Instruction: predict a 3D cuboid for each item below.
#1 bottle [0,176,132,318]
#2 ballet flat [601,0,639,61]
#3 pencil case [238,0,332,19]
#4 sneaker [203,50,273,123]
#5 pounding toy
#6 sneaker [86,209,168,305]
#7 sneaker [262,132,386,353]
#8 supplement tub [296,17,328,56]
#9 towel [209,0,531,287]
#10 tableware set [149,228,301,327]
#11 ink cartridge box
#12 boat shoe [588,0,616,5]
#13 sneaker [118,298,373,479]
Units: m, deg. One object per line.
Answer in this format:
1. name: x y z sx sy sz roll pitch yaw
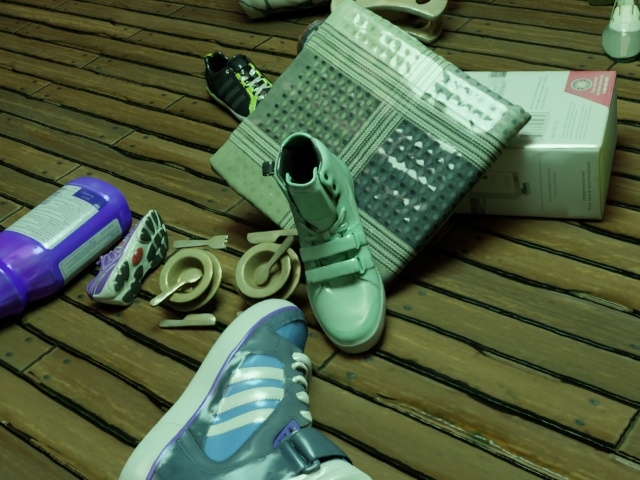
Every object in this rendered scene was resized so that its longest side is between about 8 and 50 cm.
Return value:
1. bottle: -0.390 0.021 1.298 0.118 0.092 0.283 16 45 31
2. ballet flat: 0.512 -0.375 1.579 0.072 0.068 0.213 4 39 22
3. pencil case: 0.007 -0.560 1.867 0.410 0.184 0.160 -8 1 18
4. sneaker: -0.133 -0.264 1.603 0.084 0.097 0.234 -35 41 -27
5. pounding toy: 0.143 -0.410 1.735 0.269 0.155 0.154 -17 63 -9
6. sneaker: -0.266 0.019 1.288 0.071 0.068 0.170 -1 37 26
7. sneaker: -0.001 0.000 1.091 0.094 0.151 0.256 -19 66 15
8. supplement tub: 0.034 -0.295 1.588 0.106 0.106 0.198 -19 36 -8
9. towel: 0.054 -0.127 1.229 0.324 0.056 0.312 40 91 26
10. tableware set: -0.119 0.042 1.177 0.194 0.039 0.128 -5 62 19
11. ink cartridge box: 0.251 -0.137 1.292 0.283 0.117 0.207 3 39 22
12. boat shoe: 0.555 -0.451 1.683 0.153 0.056 0.048 0 42 30
13. sneaker: -0.021 0.202 0.926 0.236 0.130 0.323 17 40 21
